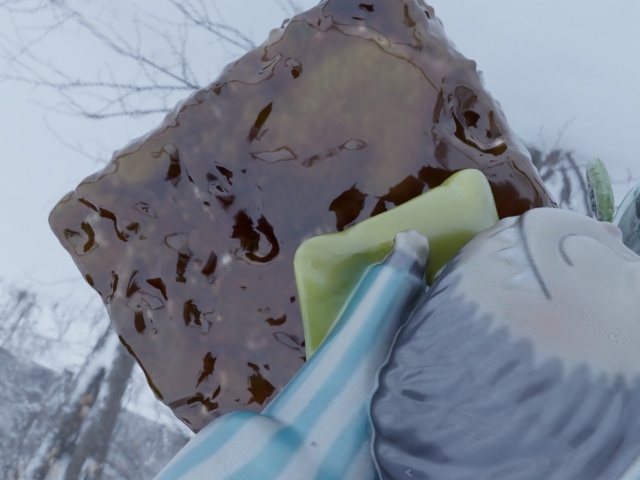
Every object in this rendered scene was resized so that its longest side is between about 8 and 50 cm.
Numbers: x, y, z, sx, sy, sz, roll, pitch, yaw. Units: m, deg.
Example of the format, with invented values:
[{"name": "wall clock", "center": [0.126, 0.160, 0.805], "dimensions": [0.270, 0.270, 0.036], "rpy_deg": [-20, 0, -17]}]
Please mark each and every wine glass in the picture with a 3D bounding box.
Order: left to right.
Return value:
[{"name": "wine glass", "center": [0.303, -0.039, 0.773], "dimensions": [0.074, 0.074, 0.262], "rpy_deg": [20, 152, 12]}]

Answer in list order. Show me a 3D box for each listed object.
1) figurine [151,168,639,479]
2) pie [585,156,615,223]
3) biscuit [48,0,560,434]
[{"name": "figurine", "center": [0.124, 0.153, 0.457], "dimensions": [0.378, 0.361, 0.266], "rpy_deg": [20, 143, 48]}, {"name": "pie", "center": [0.289, -0.044, 0.906], "dimensions": [0.021, 0.084, 0.084], "rpy_deg": [-9, 154, 11]}, {"name": "biscuit", "center": [0.000, 0.000, 0.783], "dimensions": [0.342, 0.395, 0.166], "rpy_deg": [58, -166, 3]}]
